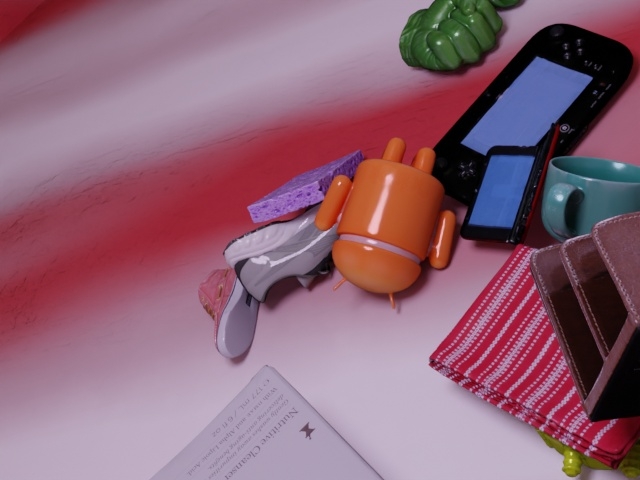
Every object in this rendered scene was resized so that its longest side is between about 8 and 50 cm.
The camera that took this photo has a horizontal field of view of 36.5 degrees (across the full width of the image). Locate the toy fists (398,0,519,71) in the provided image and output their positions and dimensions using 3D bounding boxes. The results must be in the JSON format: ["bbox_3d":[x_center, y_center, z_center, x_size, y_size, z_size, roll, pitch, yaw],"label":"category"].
[{"bbox_3d":[0.243,-0.386,1.560,0.142,0.096,0.279,14,62,42],"label":"toy fists"}]

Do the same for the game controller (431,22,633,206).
[{"bbox_3d":[0.290,-0.172,1.354,0.319,0.067,0.166,-49,41,-9],"label":"game controller"}]

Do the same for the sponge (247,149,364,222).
[{"bbox_3d":[-0.015,-0.081,1.441,0.117,0.031,0.210,-20,10,24],"label":"sponge"}]

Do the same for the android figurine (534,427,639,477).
[{"bbox_3d":[0.320,0.135,1.065,0.248,0.056,0.273,-6,49,33],"label":"android figurine"}]

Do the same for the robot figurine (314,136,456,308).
[{"bbox_3d":[0.088,-0.025,1.304,0.128,0.158,0.219,8,78,50],"label":"robot figurine"}]

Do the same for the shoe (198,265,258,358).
[{"bbox_3d":[-0.141,0.105,1.435,0.081,0.063,0.178,-16,41,28],"label":"shoe"}]

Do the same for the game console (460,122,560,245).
[{"bbox_3d":[0.239,-0.074,1.232,0.085,0.124,0.144,17,72,11],"label":"game console"}]

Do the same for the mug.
[{"bbox_3d":[0.317,-0.038,1.153,0.158,0.097,0.129,1,19,-14],"label":"mug"}]

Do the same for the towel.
[{"bbox_3d":[0.267,0.112,1.060,0.199,0.031,0.275,-49,40,-15],"label":"towel"}]

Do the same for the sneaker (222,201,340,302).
[{"bbox_3d":[0.000,0.000,1.409,0.271,0.100,0.108,-26,85,0],"label":"sneaker"}]

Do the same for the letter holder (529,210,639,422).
[{"bbox_3d":[0.380,0.027,0.924,0.302,0.152,0.214,-5,49,-9],"label":"letter holder"}]

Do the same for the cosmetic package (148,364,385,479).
[{"bbox_3d":[-0.002,0.335,1.047,0.217,0.156,0.385,-45,40,-9],"label":"cosmetic package"}]
